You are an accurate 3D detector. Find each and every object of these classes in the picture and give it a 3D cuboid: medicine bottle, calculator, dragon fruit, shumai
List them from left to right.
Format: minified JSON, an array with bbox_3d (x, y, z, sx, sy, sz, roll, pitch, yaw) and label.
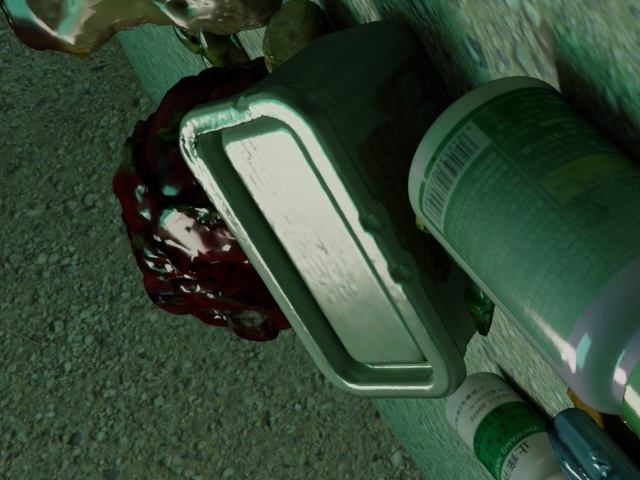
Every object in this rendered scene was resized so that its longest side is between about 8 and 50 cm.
[{"bbox_3d":[-0.224,-0.325,1.608,0.346,0.283,0.217,58,175,7],"label":"shumai"},{"bbox_3d":[-0.081,-0.048,1.735,0.329,0.329,0.329,56,173,10],"label":"dragon fruit"},{"bbox_3d":[0.242,0.252,1.795,0.095,0.095,0.260,61,171,-33],"label":"medicine bottle"},{"bbox_3d":[0.176,0.018,0.965,0.274,0.133,0.133,52,172,42],"label":"medicine bottle"},{"bbox_3d":[0.303,0.274,1.489,0.173,0.051,0.293,51,175,40],"label":"calculator"}]

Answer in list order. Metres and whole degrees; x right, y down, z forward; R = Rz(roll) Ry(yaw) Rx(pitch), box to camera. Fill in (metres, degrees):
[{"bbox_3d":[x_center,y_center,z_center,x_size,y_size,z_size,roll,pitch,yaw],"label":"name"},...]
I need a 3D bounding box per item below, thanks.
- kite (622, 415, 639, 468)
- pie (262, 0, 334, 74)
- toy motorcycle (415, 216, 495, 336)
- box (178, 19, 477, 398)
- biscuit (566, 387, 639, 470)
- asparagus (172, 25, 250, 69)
[{"bbox_3d":[0.303,0.202,1.363,0.139,0.011,0.157,59,173,4],"label":"kite"},{"bbox_3d":[0.008,-0.143,1.528,0.205,0.084,0.179,70,-168,20],"label":"pie"},{"bbox_3d":[0.136,-0.012,1.234,0.190,0.106,0.074,62,172,-33],"label":"toy motorcycle"},{"bbox_3d":[0.045,-0.036,1.338,0.175,0.182,0.312,-8,121,48],"label":"box"},{"bbox_3d":[0.317,0.222,1.448,0.232,0.013,0.237,56,174,9],"label":"biscuit"},{"bbox_3d":[-0.168,-0.307,2.211,0.287,0.080,0.080,54,176,-32],"label":"asparagus"}]
